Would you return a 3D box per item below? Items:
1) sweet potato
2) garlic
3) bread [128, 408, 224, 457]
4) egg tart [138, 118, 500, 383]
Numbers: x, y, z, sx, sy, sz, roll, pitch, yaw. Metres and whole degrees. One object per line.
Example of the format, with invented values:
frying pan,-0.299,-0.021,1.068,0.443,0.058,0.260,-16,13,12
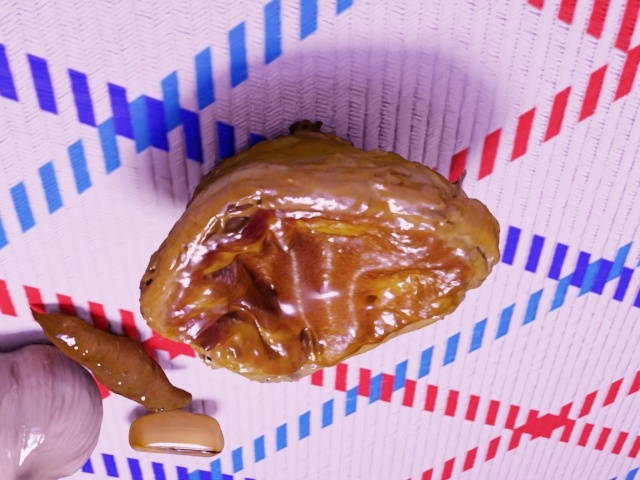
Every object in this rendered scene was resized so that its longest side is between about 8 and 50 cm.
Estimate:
sweet potato,-0.219,0.130,1.931,0.067,0.067,0.274,-21,147,19
garlic,-0.331,0.231,1.921,0.218,0.212,0.218,-12,150,-7
bread,-0.171,0.228,2.147,0.115,0.056,0.082,5,170,-6
egg tart,0.000,0.000,1.649,0.339,0.153,0.351,-31,147,33
